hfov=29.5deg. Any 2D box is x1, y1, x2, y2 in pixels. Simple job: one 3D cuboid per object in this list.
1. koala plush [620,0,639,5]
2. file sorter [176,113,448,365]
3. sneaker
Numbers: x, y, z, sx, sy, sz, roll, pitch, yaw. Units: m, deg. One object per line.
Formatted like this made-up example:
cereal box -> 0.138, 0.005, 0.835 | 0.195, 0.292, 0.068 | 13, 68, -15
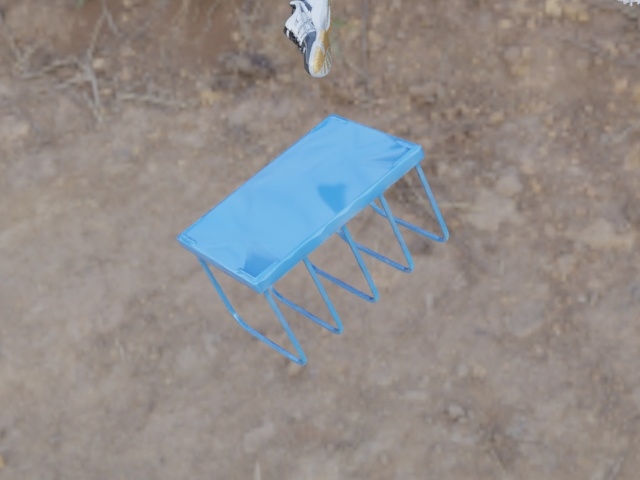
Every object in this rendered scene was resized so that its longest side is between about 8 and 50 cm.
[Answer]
koala plush -> 0.280, -0.330, 1.064 | 0.221, 0.196, 0.203 | -44, 22, -29
file sorter -> 0.000, 0.000, 0.967 | 0.170, 0.104, 0.118 | -39, 35, -18
sneaker -> -0.011, -0.156, 0.941 | 0.037, 0.032, 0.083 | -5, 49, 10
